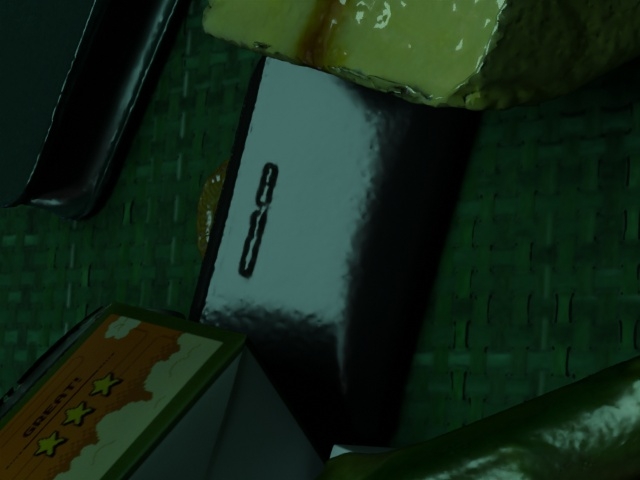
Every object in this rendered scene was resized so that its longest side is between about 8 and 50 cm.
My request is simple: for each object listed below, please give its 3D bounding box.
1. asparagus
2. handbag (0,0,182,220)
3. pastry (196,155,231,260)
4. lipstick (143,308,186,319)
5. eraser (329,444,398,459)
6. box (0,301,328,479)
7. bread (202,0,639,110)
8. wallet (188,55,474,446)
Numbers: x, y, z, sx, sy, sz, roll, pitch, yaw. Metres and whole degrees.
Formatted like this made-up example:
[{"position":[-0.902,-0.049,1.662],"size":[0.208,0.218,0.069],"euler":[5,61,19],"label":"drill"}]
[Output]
[{"position":[0.105,0.124,0.928],"size":[0.343,0.082,0.085],"euler":[-28,30,12],"label":"asparagus"},{"position":[-0.207,-0.196,1.367],"size":[0.238,0.089,0.326],"euler":[38,111,43],"label":"handbag"},{"position":[-0.035,-0.014,1.176],"size":[0.109,0.057,0.097],"euler":[-37,63,38],"label":"pastry"},{"position":[-0.120,0.178,1.214],"size":[0.070,0.070,0.254],"euler":[-19,69,43],"label":"lipstick"},{"position":[0.023,0.276,1.040],"size":[0.076,0.078,0.298],"euler":[15,94,46],"label":"eraser"},{"position":[-0.099,0.171,1.060],"size":[0.148,0.195,0.177],"euler":[12,52,47],"label":"box"},{"position":[0.045,-0.213,0.957],"size":[0.263,0.198,0.236],"euler":[24,134,46],"label":"bread"},{"position":[0.000,0.000,1.104],"size":[0.149,0.044,0.250],"euler":[18,96,14],"label":"wallet"}]
